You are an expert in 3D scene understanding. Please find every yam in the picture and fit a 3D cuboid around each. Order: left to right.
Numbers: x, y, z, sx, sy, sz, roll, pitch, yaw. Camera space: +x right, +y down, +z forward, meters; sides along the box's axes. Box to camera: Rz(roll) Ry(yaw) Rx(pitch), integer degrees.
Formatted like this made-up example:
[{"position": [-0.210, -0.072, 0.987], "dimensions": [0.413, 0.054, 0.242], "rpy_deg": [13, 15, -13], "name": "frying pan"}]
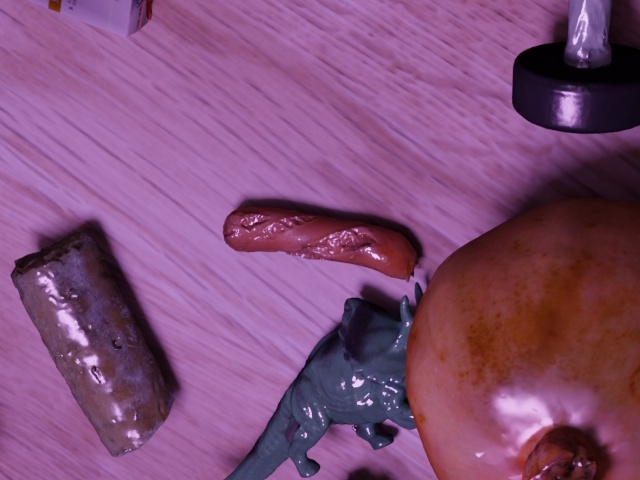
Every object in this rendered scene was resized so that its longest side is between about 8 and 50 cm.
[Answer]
[{"position": [-0.182, 0.082, 1.535], "dimensions": [0.078, 0.078, 0.179], "rpy_deg": [-21, 104, 31], "name": "yam"}]

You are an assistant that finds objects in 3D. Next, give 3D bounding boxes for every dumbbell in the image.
[{"position": [0.177, -0.173, 1.235], "dimensions": [0.100, 0.100, 0.191], "rpy_deg": [9, 117, 21], "name": "dumbbell"}]

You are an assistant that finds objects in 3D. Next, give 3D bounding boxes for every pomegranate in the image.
[{"position": [0.176, 0.105, 1.262], "dimensions": [0.229, 0.270, 0.252], "rpy_deg": [-24, 97, 28], "name": "pomegranate"}]

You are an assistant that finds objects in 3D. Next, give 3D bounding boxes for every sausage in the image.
[{"position": [0.000, 0.000, 1.436], "dimensions": [0.158, 0.036, 0.042], "rpy_deg": [11, 147, 20], "name": "sausage"}]

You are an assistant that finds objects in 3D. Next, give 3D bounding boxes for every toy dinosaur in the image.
[{"position": [0.023, 0.137, 1.466], "dimensions": [0.120, 0.079, 0.292], "rpy_deg": [42, 121, 8], "name": "toy dinosaur"}]

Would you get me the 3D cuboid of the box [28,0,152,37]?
[{"position": [-0.228, -0.218, 1.439], "dimensions": [0.218, 0.039, 0.055], "rpy_deg": [21, 121, 15], "name": "box"}]
